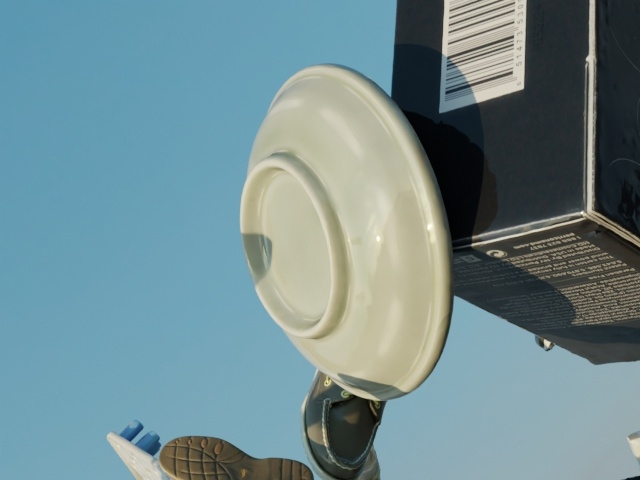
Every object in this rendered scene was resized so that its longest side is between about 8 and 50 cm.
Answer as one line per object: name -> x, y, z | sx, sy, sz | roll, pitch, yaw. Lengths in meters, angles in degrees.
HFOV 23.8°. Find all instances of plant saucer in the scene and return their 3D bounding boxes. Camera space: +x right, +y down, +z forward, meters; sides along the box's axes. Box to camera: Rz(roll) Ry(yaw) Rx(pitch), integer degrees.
plant saucer -> 0.000, 0.000, 1.755 | 0.100, 0.400, 0.400 | -14, -33, -30

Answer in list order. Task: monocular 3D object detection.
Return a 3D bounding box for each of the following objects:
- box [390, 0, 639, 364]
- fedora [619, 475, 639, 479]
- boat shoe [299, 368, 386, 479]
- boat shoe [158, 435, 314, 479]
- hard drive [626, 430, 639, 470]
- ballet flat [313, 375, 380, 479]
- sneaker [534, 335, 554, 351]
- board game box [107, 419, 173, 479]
box -> 0.335, -0.146, 1.853 | 0.297, 0.480, 0.472 | -14, -27, 40
fedora -> 0.190, 0.321, 0.994 | 0.334, 0.152, 0.334 | -59, 5, 8
boat shoe -> 0.044, 0.204, 2.123 | 0.091, 0.109, 0.305 | -53, 18, 40
boat shoe -> -0.090, 0.259, 1.629 | 0.060, 0.178, 0.064 | 82, -154, -48
hard drive -> 0.519, 0.342, 1.823 | 0.203, 0.307, 0.040 | -22, 2, 2
ballet flat -> 0.046, 0.319, 2.455 | 0.091, 0.241, 0.077 | -18, -2, -25
sneaker -> 0.324, 0.046, 2.205 | 0.100, 0.108, 0.271 | -45, -38, -36
board game box -> -0.094, 0.441, 2.115 | 0.050, 0.390, 0.390 | -43, -56, -21
